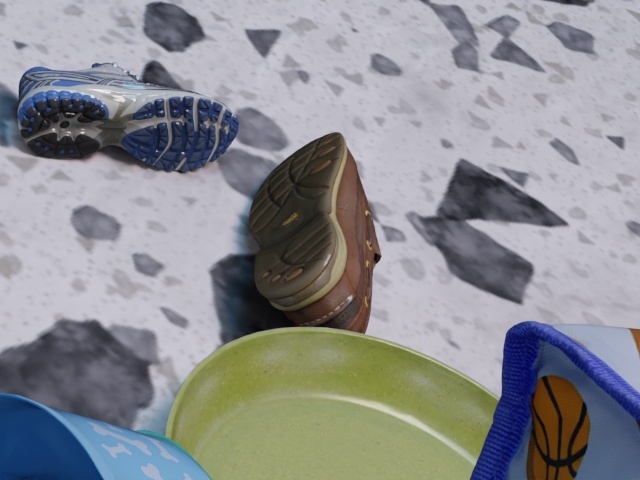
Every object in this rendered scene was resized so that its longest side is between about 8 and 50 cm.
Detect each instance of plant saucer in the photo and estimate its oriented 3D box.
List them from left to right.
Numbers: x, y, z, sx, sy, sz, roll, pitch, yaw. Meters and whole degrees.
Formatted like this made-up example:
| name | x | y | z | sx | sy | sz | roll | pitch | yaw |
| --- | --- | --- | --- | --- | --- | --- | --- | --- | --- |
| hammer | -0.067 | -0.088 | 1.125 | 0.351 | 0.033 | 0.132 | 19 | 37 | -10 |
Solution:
| name | x | y | z | sx | sy | sz | roll | pitch | yaw |
| --- | --- | --- | --- | --- | --- | --- | --- | --- | --- |
| plant saucer | 0.032 | 0.139 | 0.927 | 0.241 | 0.037 | 0.241 | 19 | 35 | -14 |

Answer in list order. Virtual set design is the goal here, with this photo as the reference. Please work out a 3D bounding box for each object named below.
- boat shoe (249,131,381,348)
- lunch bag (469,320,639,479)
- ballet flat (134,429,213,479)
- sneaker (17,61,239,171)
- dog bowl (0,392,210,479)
| name | x | y | z | sx | sy | sz | roll | pitch | yaw |
| --- | --- | --- | --- | --- | --- | --- | --- | --- | --- |
| boat shoe | 0.000 | 0.000 | 1.078 | 0.060 | 0.064 | 0.178 | 53 | 18 | -25 |
| lunch bag | 0.272 | 0.186 | 0.722 | 0.328 | 0.239 | 0.385 | 2 | 24 | -30 |
| ballet flat | -0.021 | 0.196 | 0.767 | 0.280 | 0.096 | 0.095 | 45 | 13 | 35 |
| sneaker | -0.111 | -0.079 | 1.103 | 0.135 | 0.052 | 0.058 | 7 | 35 | -29 |
| dog bowl | -0.064 | 0.186 | 0.699 | 0.074 | 0.166 | 0.297 | 4 | 39 | -48 |
